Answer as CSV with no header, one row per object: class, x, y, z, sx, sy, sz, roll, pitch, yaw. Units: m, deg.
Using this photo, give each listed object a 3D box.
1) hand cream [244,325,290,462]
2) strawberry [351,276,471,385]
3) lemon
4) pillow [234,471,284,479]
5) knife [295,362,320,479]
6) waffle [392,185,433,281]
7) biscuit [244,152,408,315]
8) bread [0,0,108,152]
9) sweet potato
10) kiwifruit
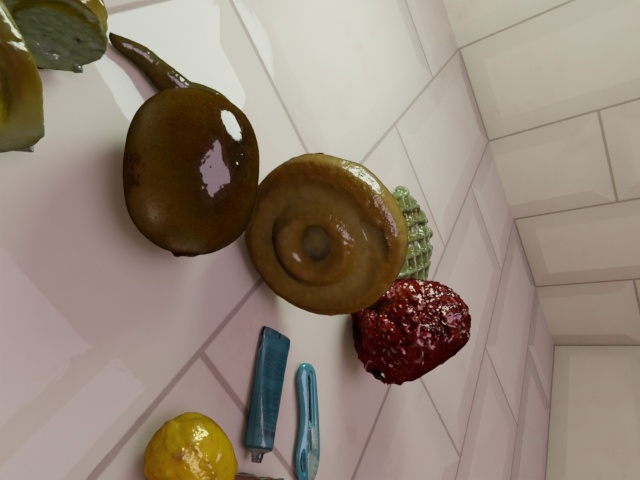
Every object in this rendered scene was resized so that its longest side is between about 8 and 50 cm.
hand cream,-0.096,0.273,0.765,0.083,0.048,0.225,40,46,-41
strawberry,0.185,0.185,0.971,0.220,0.274,0.274,48,45,-13
lemon,-0.175,0.309,0.586,0.114,0.114,0.155,-44,116,-48
pillow,-0.119,0.458,0.654,0.171,0.075,0.179,37,54,-41
knife,-0.025,0.356,0.838,0.064,0.031,0.222,12,72,-47
waffle,0.267,0.004,1.284,0.292,0.056,0.310,51,44,-31
biscuit,0.000,0.000,0.739,0.297,0.296,0.102,68,28,-14
bread,-0.379,-0.245,0.418,0.332,0.159,0.334,18,66,-48
sweet potato,-0.226,-0.249,0.705,0.249,0.059,0.069,25,43,-43
kiwifruit,-0.182,-0.091,0.615,0.195,0.195,0.234,18,74,-49
